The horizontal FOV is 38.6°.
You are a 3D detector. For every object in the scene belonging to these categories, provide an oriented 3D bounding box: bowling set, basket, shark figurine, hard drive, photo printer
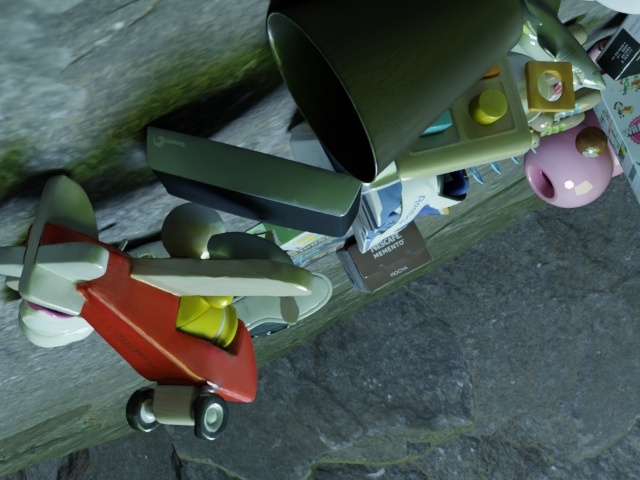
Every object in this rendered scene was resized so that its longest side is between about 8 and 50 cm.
[{"bbox_3d":[0.386,-0.217,1.555,0.154,0.199,0.287,-25,165,-5],"label":"bowling set"},{"bbox_3d":[0.089,-0.207,0.974,0.227,0.204,0.154,-35,-165,-15],"label":"basket"},{"bbox_3d":[0.292,-0.314,1.213,0.116,0.166,0.278,-55,144,3],"label":"shark figurine"},{"bbox_3d":[-0.079,-0.065,1.104,0.255,0.054,0.172,14,169,3],"label":"hard drive"},{"bbox_3d":[0.136,-0.165,1.233,0.308,0.107,0.256,-25,-168,-17],"label":"photo printer"}]

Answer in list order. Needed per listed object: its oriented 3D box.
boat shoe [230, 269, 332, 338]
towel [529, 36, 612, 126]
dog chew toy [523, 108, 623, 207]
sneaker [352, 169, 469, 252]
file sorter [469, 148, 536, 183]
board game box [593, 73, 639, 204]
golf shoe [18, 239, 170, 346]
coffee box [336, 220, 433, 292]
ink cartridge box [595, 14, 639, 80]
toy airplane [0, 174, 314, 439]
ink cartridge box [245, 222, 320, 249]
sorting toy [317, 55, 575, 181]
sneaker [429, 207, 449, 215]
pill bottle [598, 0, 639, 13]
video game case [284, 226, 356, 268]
[{"bbox_3d":[-0.123,0.166,2.235,0.340,0.127,0.113,-28,170,9],"label":"boat shoe"},{"bbox_3d":[0.548,-0.324,1.839,0.237,0.037,0.329,-21,167,-26],"label":"towel"},{"bbox_3d":[0.639,-0.220,2.132,0.332,0.206,0.206,-33,170,-14],"label":"dog chew toy"},{"bbox_3d":[0.138,-0.072,1.469,0.182,0.127,0.315,-18,176,-7],"label":"sneaker"},{"bbox_3d":[0.321,-0.178,1.783,0.170,0.104,0.118,-30,168,15],"label":"file sorter"},{"bbox_3d":[0.649,-0.183,1.825,0.098,0.303,0.224,-25,170,12],"label":"board game box"},{"bbox_3d":[-0.313,0.068,1.401,0.306,0.115,0.140,-25,165,-19],"label":"golf shoe"},{"bbox_3d":[0.146,0.036,2.175,0.168,0.118,0.297,-27,180,-5],"label":"coffee box"},{"bbox_3d":[0.659,-0.396,1.628,0.371,0.069,0.175,-22,154,-37],"label":"ink cartridge box"},{"bbox_3d":[-0.219,0.046,1.158,0.272,0.386,0.384,-65,-179,-33],"label":"toy airplane"},{"bbox_3d":[-0.037,-0.030,1.717,0.209,0.062,0.109,-30,169,16],"label":"ink cartridge box"},{"bbox_3d":[0.156,-0.183,1.083,0.348,0.195,0.047,-14,179,-16],"label":"sorting toy"},{"bbox_3d":[0.191,-0.105,1.880,0.131,0.111,0.296,-12,171,13],"label":"sneaker"},{"bbox_3d":[0.394,-0.350,0.986,0.323,0.181,0.181,-21,167,-31],"label":"pill bottle"},{"bbox_3d":[0.000,0.000,2.008,0.275,0.035,0.248,-28,169,2],"label":"video game case"}]
